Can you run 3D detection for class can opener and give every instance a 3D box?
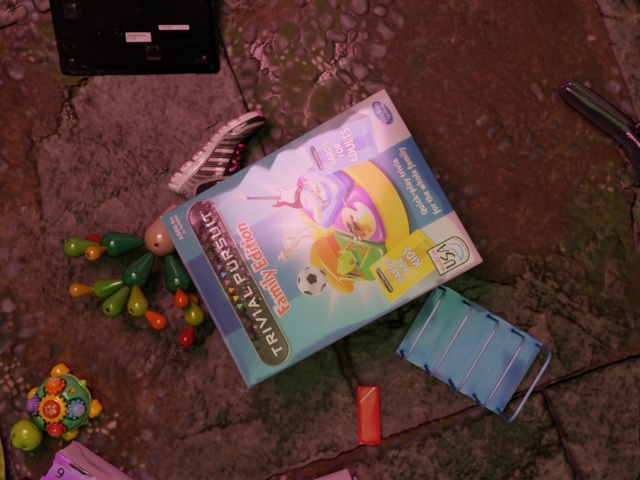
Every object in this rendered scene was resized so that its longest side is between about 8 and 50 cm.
[{"bbox_3d":[0.407,-0.161,1.053,0.186,0.059,0.073,38,119,12],"label":"can opener"}]

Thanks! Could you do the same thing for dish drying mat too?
[{"bbox_3d":[0.069,0.248,1.093,0.032,0.008,0.083,-2,90,3],"label":"dish drying mat"}]

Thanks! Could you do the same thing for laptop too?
[{"bbox_3d":[-0.261,-0.385,1.114,0.234,0.136,0.264,0,115,4],"label":"laptop"}]

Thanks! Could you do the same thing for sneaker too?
[{"bbox_3d":[-0.131,-0.108,1.081,0.170,0.063,0.075,-43,87,7],"label":"sneaker"}]

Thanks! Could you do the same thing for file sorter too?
[{"bbox_3d":[0.205,0.151,1.037,0.170,0.104,0.118,31,92,3],"label":"file sorter"}]

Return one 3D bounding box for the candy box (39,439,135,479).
[{"bbox_3d":[-0.343,0.414,1.086,0.165,0.070,0.196,32,92,2],"label":"candy box"}]

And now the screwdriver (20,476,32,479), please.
[{"bbox_3d":[-0.477,0.408,1.125,0.024,0.025,0.170,43,101,2],"label":"screwdriver"}]

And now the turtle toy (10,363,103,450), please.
[{"bbox_3d":[-0.380,0.243,1.091,0.130,0.066,0.095,-44,87,2],"label":"turtle toy"}]

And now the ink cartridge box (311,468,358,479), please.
[{"bbox_3d":[-0.091,0.509,0.990,0.395,0.166,0.285,-19,96,-4],"label":"ink cartridge box"}]

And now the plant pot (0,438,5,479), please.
[{"bbox_3d":[-0.636,0.333,1.028,0.294,0.275,0.274,-11,89,19],"label":"plant pot"}]

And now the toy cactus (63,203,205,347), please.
[{"bbox_3d":[-0.240,0.036,1.081,0.219,0.112,0.180,29,73,6],"label":"toy cactus"}]

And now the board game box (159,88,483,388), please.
[{"bbox_3d":[0.000,0.000,1.004,0.336,0.079,0.253,-29,83,4],"label":"board game box"}]
